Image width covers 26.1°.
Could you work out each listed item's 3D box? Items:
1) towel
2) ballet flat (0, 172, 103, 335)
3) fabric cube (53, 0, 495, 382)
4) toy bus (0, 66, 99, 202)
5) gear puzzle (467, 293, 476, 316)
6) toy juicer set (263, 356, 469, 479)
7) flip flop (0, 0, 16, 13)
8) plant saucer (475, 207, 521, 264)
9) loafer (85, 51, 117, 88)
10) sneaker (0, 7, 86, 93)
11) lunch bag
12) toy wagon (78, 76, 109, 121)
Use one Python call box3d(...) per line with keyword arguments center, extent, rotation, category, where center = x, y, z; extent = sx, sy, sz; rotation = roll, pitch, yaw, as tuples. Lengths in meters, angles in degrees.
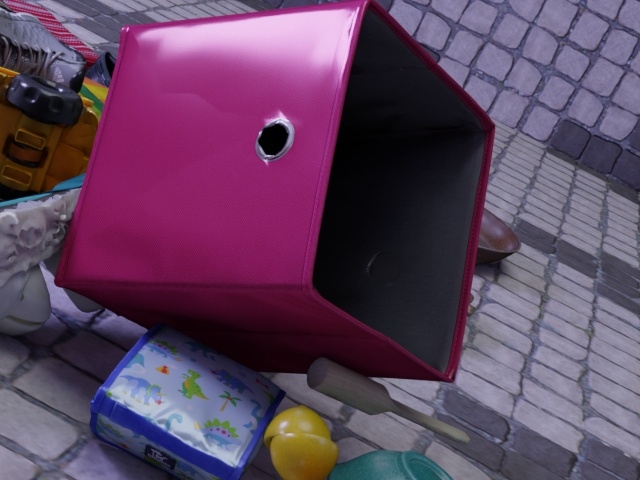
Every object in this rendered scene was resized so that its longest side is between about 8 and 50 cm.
box3d(center=(-0.451, -0.330, 2.136), extent=(0.198, 0.031, 0.275), rotation=(11, 22, -43), category="towel")
box3d(center=(-0.237, 0.008, 1.219), extent=(0.147, 0.147, 0.409), rotation=(34, 33, 26), category="ballet flat")
box3d(center=(-0.030, -0.035, 1.199), extent=(0.258, 0.254, 0.259), rotation=(0, -21, 33), category="fabric cube")
box3d(center=(-0.350, -0.129, 1.468), extent=(0.220, 0.149, 0.211), rotation=(20, 15, -13), category="toy bus")
box3d(center=(0.074, 0.071, 1.671), extent=(0.175, 0.044, 0.339), rotation=(43, 24, 10), category="gear puzzle")
box3d(center=(0.035, 0.202, 1.106), extent=(0.209, 0.089, 0.329), rotation=(35, 17, -12), category="toy juicer set")
box3d(center=(-0.420, -0.260, 1.818), extent=(0.112, 0.080, 0.277), rotation=(43, -7, 10), category="flip flop")
box3d(center=(0.162, -0.043, 2.140), extent=(0.310, 0.050, 0.310), rotation=(25, 16, -8), category="plant saucer")
box3d(center=(-0.260, -0.192, 1.911), extent=(0.076, 0.078, 0.223), rotation=(8, 24, -46), category="loafer")
box3d(center=(-0.343, -0.214, 1.613), extent=(0.132, 0.086, 0.228), rotation=(30, 18, 9), category="sneaker")
box3d(center=(-0.107, 0.140, 1.099), extent=(0.128, 0.096, 0.151), rotation=(27, 7, 2), category="lunch bag")
box3d(center=(-0.288, -0.126, 1.688), extent=(0.267, 0.068, 0.344), rotation=(9, 23, -45), category="toy wagon")
